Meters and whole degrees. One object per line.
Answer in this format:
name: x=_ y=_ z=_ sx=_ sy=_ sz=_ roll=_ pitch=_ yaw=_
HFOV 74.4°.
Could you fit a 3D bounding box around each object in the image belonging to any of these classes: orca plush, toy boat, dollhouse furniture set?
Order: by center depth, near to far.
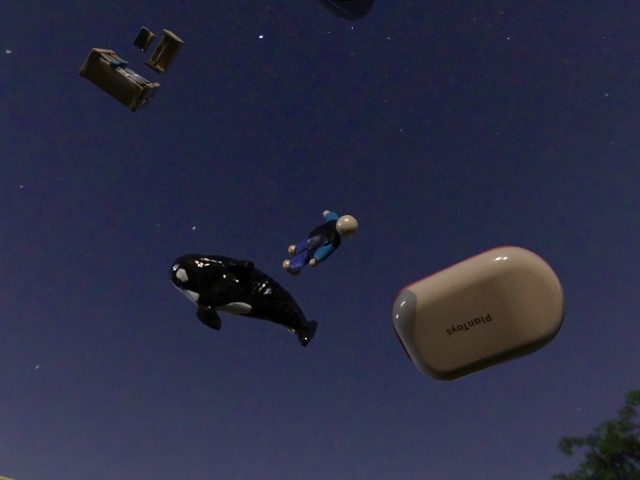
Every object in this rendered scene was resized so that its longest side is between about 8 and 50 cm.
toy boat: x=0.226 y=0.097 z=0.620 sx=0.231 sy=0.151 sz=0.151 roll=-27 pitch=-90 yaw=19
orca plush: x=-0.132 y=0.087 z=0.732 sx=0.287 sy=0.151 sz=0.102 roll=35 pitch=-43 yaw=14
dollhouse furniture set: x=-0.410 y=-0.407 z=0.941 sx=0.129 sy=0.129 sz=0.184 roll=35 pitch=-76 yaw=-20

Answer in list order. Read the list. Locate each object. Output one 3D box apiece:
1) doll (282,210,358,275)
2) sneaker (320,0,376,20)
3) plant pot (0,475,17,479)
doll: x=0.000 y=0.000 z=0.764 sx=0.046 sy=0.129 sz=0.189 roll=32 pitch=-36 yaw=-20
sneaker: x=-0.038 y=-0.545 z=0.820 sx=0.340 sy=0.139 sz=0.125 roll=11 pitch=-80 yaw=-11
plant pot: x=-0.333 y=0.370 z=0.272 sx=0.274 sy=0.293 sz=0.275 roll=-2 pitch=-65 yaw=-5
